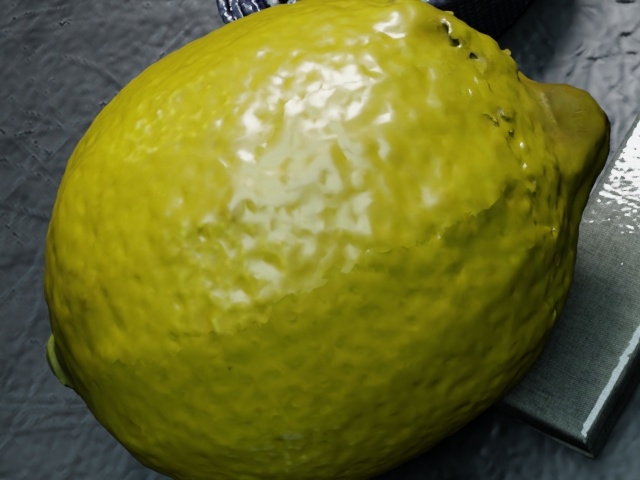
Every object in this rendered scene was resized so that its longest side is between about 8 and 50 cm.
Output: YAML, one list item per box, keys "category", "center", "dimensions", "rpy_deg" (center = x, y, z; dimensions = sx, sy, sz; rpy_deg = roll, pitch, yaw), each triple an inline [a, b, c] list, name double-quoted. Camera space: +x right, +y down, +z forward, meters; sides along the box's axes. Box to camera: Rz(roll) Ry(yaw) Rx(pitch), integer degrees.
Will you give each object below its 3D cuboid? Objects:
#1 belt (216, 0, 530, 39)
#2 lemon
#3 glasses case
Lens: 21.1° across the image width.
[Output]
- category: "belt"
  center: [0.046, -0.180, 1.010]
  dimensions: [0.230, 0.126, 0.140]
  rpy_deg: [-37, 69, 0]
- category: "lemon"
  center: [0.000, 0.000, 0.893]
  dimensions: [0.320, 0.245, 0.245]
  rpy_deg: [-27, 68, 7]
- category: "glasses case"
  center: [0.171, 0.016, 0.956]
  dimensions: [0.071, 0.047, 0.205]
  rpy_deg: [26, 79, 26]
